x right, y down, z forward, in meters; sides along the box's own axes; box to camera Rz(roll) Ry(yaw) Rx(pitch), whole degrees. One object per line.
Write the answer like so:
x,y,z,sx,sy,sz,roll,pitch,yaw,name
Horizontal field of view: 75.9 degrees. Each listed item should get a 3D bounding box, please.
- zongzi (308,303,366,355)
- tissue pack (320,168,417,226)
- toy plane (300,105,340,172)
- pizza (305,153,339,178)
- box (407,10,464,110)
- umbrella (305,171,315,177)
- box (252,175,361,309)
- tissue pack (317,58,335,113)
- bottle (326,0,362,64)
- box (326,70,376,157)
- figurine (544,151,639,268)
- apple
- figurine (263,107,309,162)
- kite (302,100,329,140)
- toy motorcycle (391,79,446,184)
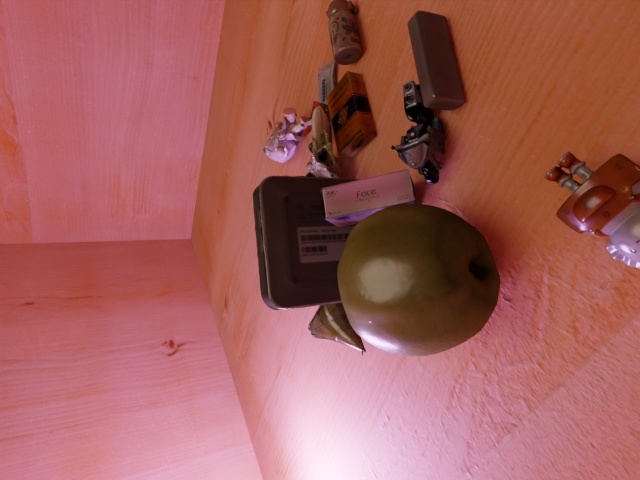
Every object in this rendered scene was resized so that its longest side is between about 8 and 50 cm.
0.062,0.343,1.483,0.256,0.114,0.228,55,142,28,zongzi
0.139,-0.111,1.145,0.246,0.148,0.093,-11,79,16,tissue pack
0.007,-0.347,1.440,0.242,0.104,0.256,62,179,45,toy plane
0.017,-0.230,1.436,0.034,0.181,0.262,-49,-2,-2,pizza
0.287,-0.448,1.024,0.055,0.103,0.244,152,112,-62,box
0.002,-0.136,1.531,0.154,0.128,0.337,-48,48,53,umbrella
0.000,0.000,1.267,0.111,0.395,0.397,-18,77,61,box
0.026,-0.571,1.554,0.122,0.026,0.193,3,95,61,tissue pack
0.082,-0.713,1.382,0.110,0.097,0.209,-13,77,21,bottle
0.100,-0.424,1.393,0.152,0.070,0.237,-35,63,55,box
0.501,-0.044,0.671,0.271,0.143,0.143,37,130,14,figurine
0.222,0.085,0.951,0.357,0.357,0.358,6,97,60,apple
-0.147,-0.444,1.769,0.276,0.133,0.200,-46,41,46,figurine
-0.001,-0.475,1.530,0.125,0.008,0.222,-15,50,37,kite
0.251,-0.280,1.051,0.106,0.159,0.271,-13,82,38,toy motorcycle
